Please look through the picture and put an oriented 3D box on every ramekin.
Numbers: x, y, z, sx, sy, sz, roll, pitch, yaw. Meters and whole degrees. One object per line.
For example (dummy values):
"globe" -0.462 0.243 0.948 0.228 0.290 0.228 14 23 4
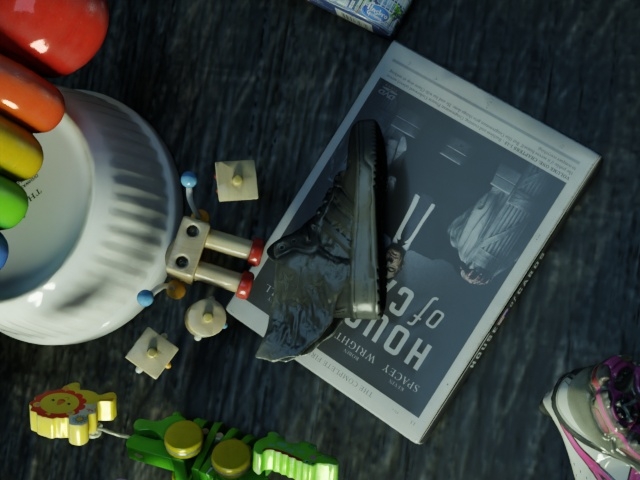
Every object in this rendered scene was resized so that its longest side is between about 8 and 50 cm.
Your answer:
"ramekin" -0.220 -0.024 0.889 0.207 0.109 0.207 -3 81 18

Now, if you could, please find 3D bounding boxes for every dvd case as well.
"dvd case" 0.063 -0.002 0.837 0.179 0.029 0.238 33 92 20

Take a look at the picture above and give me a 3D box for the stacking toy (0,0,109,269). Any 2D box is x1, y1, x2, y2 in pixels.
"stacking toy" -0.248 -0.050 0.780 0.141 0.141 0.330 24 86 19

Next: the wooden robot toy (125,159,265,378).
"wooden robot toy" -0.090 0.023 0.862 0.076 0.079 0.173 21 79 -8

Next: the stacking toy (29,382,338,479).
"stacking toy" -0.098 0.201 0.806 0.221 0.052 0.167 11 116 18

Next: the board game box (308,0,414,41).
"board game box" 0.011 -0.279 0.858 0.194 0.060 0.194 27 91 6

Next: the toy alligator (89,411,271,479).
"toy alligator" -0.098 0.151 0.857 0.190 0.056 0.051 18 46 21

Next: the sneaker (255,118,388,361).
"sneaker" 0.001 0.000 0.814 0.089 0.051 0.170 -2 84 14

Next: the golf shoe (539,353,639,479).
"golf shoe" 0.213 0.165 0.754 0.086 0.067 0.186 -35 81 52
